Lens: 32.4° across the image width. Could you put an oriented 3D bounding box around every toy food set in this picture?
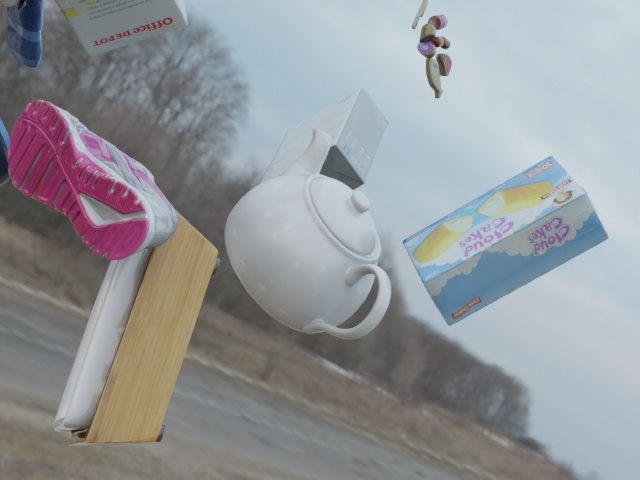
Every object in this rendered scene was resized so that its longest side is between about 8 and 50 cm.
[{"bbox_3d":[0.153,-0.252,1.428,0.019,0.078,0.122,5,-35,29],"label":"toy food set"}]

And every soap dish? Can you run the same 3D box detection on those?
[{"bbox_3d":[-0.228,0.121,1.364,0.118,0.291,0.229,21,-17,-12],"label":"soap dish"}]

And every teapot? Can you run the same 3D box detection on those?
[{"bbox_3d":[0.000,0.000,1.586,0.256,0.187,0.252,50,26,-5],"label":"teapot"}]

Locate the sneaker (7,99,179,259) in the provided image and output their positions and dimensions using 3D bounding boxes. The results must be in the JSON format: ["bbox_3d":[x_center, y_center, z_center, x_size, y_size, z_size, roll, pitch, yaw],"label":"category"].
[{"bbox_3d":[-0.260,-0.064,1.257,0.252,0.103,0.111,45,14,24],"label":"sneaker"}]

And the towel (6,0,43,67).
[{"bbox_3d":[-0.399,-0.296,1.482,0.029,0.119,0.067,-22,52,-38],"label":"towel"}]

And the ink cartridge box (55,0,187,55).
[{"bbox_3d":[-0.243,-0.326,1.254,0.176,0.128,0.127,67,9,-51],"label":"ink cartridge box"}]

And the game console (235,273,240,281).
[{"bbox_3d":[-0.103,0.016,2.020,0.071,0.107,0.122,-9,0,-35],"label":"game console"}]

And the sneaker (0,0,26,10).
[{"bbox_3d":[-0.363,-0.357,1.378,0.235,0.153,0.094,-10,-17,-41],"label":"sneaker"}]

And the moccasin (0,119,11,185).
[{"bbox_3d":[-0.512,-0.179,1.374,0.342,0.117,0.138,44,-35,19],"label":"moccasin"}]

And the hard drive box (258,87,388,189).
[{"bbox_3d":[0.006,-0.151,1.945,0.089,0.181,0.232,51,31,-19],"label":"hard drive box"}]

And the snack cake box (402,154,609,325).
[{"bbox_3d":[0.267,-0.002,1.619,0.089,0.264,0.152,58,6,-24],"label":"snack cake box"}]
